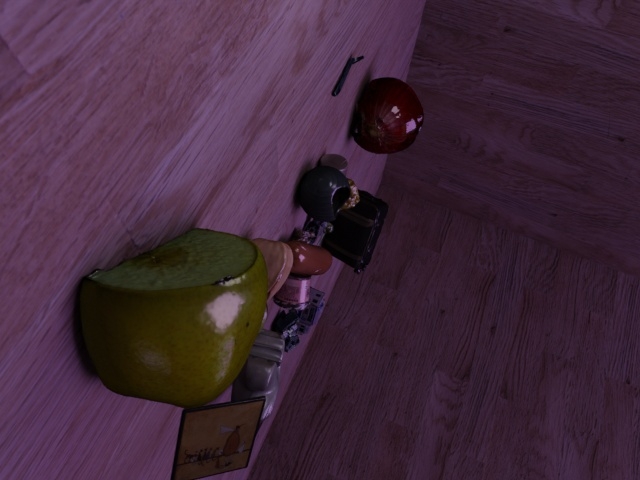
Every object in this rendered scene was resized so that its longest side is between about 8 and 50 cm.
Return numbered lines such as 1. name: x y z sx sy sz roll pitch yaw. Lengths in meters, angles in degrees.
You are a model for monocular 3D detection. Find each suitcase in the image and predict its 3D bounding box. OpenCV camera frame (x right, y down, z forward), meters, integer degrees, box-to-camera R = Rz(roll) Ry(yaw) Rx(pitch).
1. suitcase: 0.175 -0.061 2.462 0.194 0.283 0.435 -18 132 -54

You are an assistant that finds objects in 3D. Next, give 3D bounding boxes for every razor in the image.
1. razor: 0.084 -0.571 1.586 0.066 0.033 0.190 -3 -127 54

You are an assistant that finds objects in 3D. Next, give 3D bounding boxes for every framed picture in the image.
1. framed picture: -0.320 0.627 1.436 0.014 0.255 0.339 51 -48 49

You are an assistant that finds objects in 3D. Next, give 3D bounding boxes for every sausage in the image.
1. sausage: -0.059 0.068 1.724 0.304 0.121 0.121 17 95 -64

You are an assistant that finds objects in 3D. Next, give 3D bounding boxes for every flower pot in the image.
1. flower pot: -0.222 0.483 1.631 0.367 0.164 0.255 -94 -161 -80
2. flower pot: 0.014 -0.166 1.639 0.190 0.157 0.243 -59 164 -13

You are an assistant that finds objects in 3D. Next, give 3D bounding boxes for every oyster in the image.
1. oyster: -0.080 0.002 1.799 0.177 0.056 0.106 -35 147 -39

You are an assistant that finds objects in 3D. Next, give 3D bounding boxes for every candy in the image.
1. candy: 0.000 0.000 2.298 0.203 0.061 0.061 -61 171 8

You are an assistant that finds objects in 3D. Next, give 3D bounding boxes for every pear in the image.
1. pear: -0.230 0.164 0.823 0.342 0.238 0.319 -45 146 -67

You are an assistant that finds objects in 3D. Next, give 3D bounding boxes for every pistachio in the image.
1. pistachio: -0.166 0.099 1.263 0.230 0.157 0.157 -60 171 6

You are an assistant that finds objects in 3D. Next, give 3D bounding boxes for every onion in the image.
1. onion: 0.303 -0.547 2.054 0.341 0.340 0.342 21 90 -80

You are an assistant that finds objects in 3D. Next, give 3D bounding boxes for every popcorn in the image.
1. popcorn: 0.081 -0.213 1.975 0.142 0.173 0.173 -53 173 9

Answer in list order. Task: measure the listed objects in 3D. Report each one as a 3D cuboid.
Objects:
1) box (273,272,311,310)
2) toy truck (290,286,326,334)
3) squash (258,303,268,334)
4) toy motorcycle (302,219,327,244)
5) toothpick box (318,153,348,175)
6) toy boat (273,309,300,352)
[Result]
1. box: -0.106 0.188 1.837 0.151 0.150 0.135 -34 135 -73
2. toy truck: -0.072 0.366 2.347 0.124 0.155 0.268 -58 166 -47
3. squash: -0.227 0.179 1.125 0.122 0.170 0.170 -9 121 -61
4. toy motorcycle: -0.036 -0.031 1.947 0.216 0.080 0.122 -65 169 7
5. toothpick box: 0.037 -0.235 1.791 0.111 0.111 0.181 -58 167 -46
6. toy boat: -0.160 0.444 2.141 0.114 0.122 0.296 -33 155 -29
